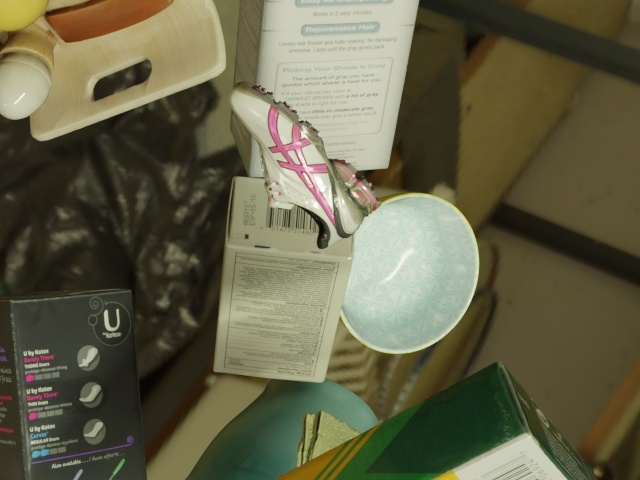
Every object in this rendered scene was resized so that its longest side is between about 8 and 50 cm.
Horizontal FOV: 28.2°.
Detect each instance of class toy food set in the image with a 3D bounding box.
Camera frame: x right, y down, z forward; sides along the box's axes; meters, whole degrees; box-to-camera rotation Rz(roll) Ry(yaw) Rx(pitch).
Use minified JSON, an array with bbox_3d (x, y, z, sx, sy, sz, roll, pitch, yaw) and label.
[{"bbox_3d":[-0.250,-0.186,0.957,0.306,0.220,0.092,35,50,-44],"label":"toy food set"}]

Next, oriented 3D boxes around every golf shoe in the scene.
[{"bbox_3d":[-0.029,-0.073,1.239,0.086,0.186,0.067,-45,-170,-3],"label":"golf shoe"}]

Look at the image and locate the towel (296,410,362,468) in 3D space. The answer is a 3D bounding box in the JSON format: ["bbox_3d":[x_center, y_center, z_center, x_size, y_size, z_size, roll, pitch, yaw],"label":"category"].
[{"bbox_3d":[0.032,0.265,1.445,0.027,0.148,0.110,-30,-142,44],"label":"towel"}]

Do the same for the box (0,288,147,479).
[{"bbox_3d":[-0.286,0.190,1.336,0.143,0.165,0.270,-5,91,-39],"label":"box"}]

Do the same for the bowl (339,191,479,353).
[{"bbox_3d":[0.124,0.044,2.290,0.289,0.156,0.289,-6,105,-23],"label":"bowl"}]

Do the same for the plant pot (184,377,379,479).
[{"bbox_3d":[-0.044,0.333,1.776,0.272,0.271,0.255,89,22,-48],"label":"plant pot"}]

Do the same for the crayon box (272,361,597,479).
[{"bbox_3d":[0.065,0.251,1.084,0.323,0.083,0.203,-30,133,13],"label":"crayon box"}]

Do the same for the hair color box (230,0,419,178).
[{"bbox_3d":[0.005,-0.258,1.506,0.185,0.113,0.374,-5,132,-16],"label":"hair color box"}]

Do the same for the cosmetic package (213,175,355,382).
[{"bbox_3d":[-0.051,0.058,1.654,0.309,0.160,0.113,103,-8,-55],"label":"cosmetic package"}]
